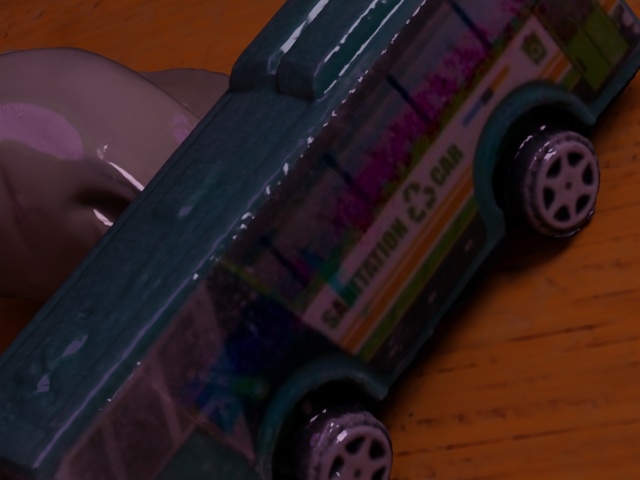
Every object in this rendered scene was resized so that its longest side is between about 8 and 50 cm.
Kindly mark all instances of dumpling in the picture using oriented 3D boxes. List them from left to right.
[{"bbox_3d":[-0.097,-0.040,0.729,0.169,0.100,0.134,-9,32,32],"label":"dumpling"}]

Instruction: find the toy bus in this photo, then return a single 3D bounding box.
[{"bbox_3d":[0.000,0.000,0.597,0.262,0.109,0.091,-52,32,-18],"label":"toy bus"}]
